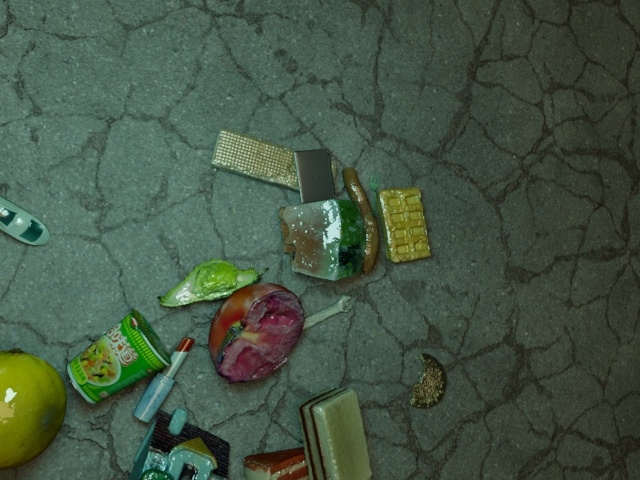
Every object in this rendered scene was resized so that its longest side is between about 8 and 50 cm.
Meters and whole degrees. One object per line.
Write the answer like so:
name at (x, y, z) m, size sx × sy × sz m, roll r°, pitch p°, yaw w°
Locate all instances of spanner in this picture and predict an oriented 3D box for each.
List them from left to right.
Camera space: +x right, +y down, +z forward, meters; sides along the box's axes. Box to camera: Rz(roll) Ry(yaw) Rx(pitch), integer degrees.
spanner at (-0.017, 0.271, 1.796) m, size 0.302 × 0.017 × 0.071 m, roll -24°, pitch 93°, yaw -20°

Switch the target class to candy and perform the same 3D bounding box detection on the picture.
candy at (0.048, 0.654, 1.690) m, size 0.180 × 0.135 × 0.320 m, roll -7°, pitch 86°, yaw -47°

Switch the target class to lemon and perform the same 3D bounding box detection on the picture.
lemon at (-0.813, 0.436, 1.356) m, size 0.297 × 0.297 × 0.296 m, roll 2°, pitch 84°, yaw -20°

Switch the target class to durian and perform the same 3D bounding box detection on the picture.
durian at (-0.328, 0.124, 1.656) m, size 0.375 × 0.132 × 0.106 m, roll -15°, pitch 117°, yaw -23°

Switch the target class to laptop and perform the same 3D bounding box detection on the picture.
laptop at (-0.018, -0.217, 1.768) m, size 0.129 × 0.016 × 0.180 m, roll -8°, pitch 89°, yaw -21°

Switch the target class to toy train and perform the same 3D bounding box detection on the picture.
toy train at (-0.953, -0.114, 1.466) m, size 0.407 × 0.088 × 0.086 m, roll 34°, pitch 74°, yaw -14°

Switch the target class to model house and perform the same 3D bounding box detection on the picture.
model house at (-0.381, 0.645, 1.543) m, size 0.281 × 0.230 × 0.248 m, roll 32°, pitch 50°, yaw -16°

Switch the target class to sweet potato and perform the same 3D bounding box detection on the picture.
sweet potato at (0.149, -0.073, 1.848) m, size 0.109 × 0.109 × 0.385 m, roll -5°, pitch 83°, yaw -20°

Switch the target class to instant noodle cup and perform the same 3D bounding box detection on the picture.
instant noodle cup at (-0.584, 0.340, 1.503) m, size 0.233 × 0.207 × 0.207 m, roll -33°, pitch 96°, yaw -12°

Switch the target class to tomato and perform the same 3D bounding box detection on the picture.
tomato at (-0.216, 0.280, 1.643) m, size 0.290 × 0.176 × 0.334 m, roll 35°, pitch 83°, yaw -48°

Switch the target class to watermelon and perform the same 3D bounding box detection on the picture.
watermelon at (0.006, -0.001, 1.717) m, size 0.302 × 0.151 × 0.264 m, roll -2°, pitch 87°, yaw 2°

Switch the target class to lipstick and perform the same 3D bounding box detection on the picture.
lipstick at (-0.469, 0.413, 1.595) m, size 0.068 × 0.061 × 0.274 m, roll 33°, pitch 75°, yaw -11°

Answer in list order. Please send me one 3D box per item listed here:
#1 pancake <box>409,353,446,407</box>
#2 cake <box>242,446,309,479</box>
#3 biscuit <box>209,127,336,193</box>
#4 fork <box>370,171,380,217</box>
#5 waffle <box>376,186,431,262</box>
pancake at (0.381, 0.518, 1.912) m, size 0.190 × 0.020 × 0.184 m, roll -38°, pitch 98°, yaw -20°
cake at (-0.133, 0.757, 1.688) m, size 0.262 × 0.160 × 0.158 m, roll 6°, pitch 80°, yaw -54°
biscuit at (-0.151, -0.252, 1.772) m, size 0.426 × 0.078 × 0.143 m, roll 14°, pitch 81°, yaw -18°
fork at (0.189, -0.158, 1.867) m, size 0.039 × 0.021 × 0.235 m, roll 21°, pitch 46°, yaw -11°
waffle at (0.302, -0.059, 1.925) m, size 0.168 × 0.057 × 0.274 m, roll -9°, pitch 87°, yaw -20°
